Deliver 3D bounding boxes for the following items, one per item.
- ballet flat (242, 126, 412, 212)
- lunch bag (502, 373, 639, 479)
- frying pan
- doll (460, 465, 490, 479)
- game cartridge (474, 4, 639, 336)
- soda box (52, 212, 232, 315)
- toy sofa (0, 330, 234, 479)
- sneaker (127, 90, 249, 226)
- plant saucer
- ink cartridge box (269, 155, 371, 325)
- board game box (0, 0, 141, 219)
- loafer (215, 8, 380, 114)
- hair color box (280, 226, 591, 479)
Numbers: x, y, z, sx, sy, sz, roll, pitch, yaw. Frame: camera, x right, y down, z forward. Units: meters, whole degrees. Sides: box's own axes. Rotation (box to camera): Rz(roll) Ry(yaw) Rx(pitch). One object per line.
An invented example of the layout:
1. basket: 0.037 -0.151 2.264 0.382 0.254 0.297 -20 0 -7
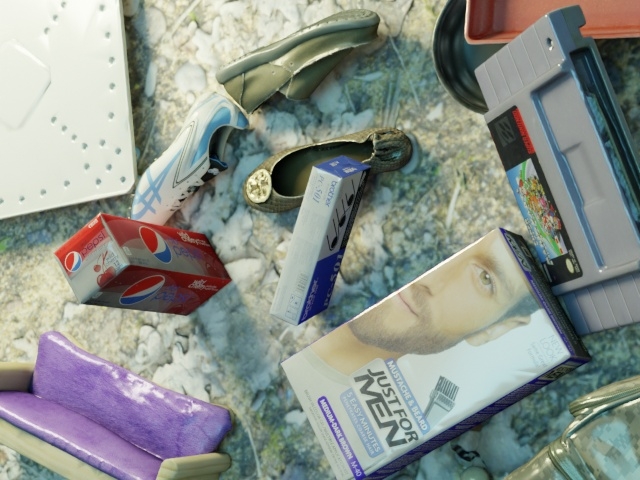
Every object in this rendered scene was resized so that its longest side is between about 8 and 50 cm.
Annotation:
1. ballet flat: 0.001 -0.097 1.838 0.250 0.058 0.084 -14 79 23
2. lunch bag: 0.368 0.248 1.505 0.256 0.305 0.212 -46 71 18
3. frying pan: 0.210 -0.304 1.767 0.197 0.053 0.326 -33 70 17
4. doll: 0.190 0.374 1.710 0.129 0.046 0.189 -3 84 24
5. game cartridge: 0.292 -0.069 1.596 0.068 0.230 0.355 -19 85 -22
6. soda box: -0.227 0.035 1.817 0.092 0.263 0.083 -38 70 16
7. toy sofa: -0.309 0.256 1.897 0.363 0.150 0.177 22 95 25
8. sneaker: -0.186 -0.093 1.914 0.086 0.085 0.237 39 104 16
9. plant saucer: 0.309 -0.361 1.670 0.258 0.048 0.259 2 83 29
10. ink cartridge box: 0.000 0.000 1.779 0.046 0.097 0.207 24 111 18
11. board game box: -0.444 -0.227 2.063 0.390 0.050 0.389 -10 81 24
12. loafer: -0.021 -0.237 1.857 0.251 0.094 0.087 -19 102 31
13. hair color box: 0.139 0.150 1.725 0.339 0.110 0.185 -33 71 17
